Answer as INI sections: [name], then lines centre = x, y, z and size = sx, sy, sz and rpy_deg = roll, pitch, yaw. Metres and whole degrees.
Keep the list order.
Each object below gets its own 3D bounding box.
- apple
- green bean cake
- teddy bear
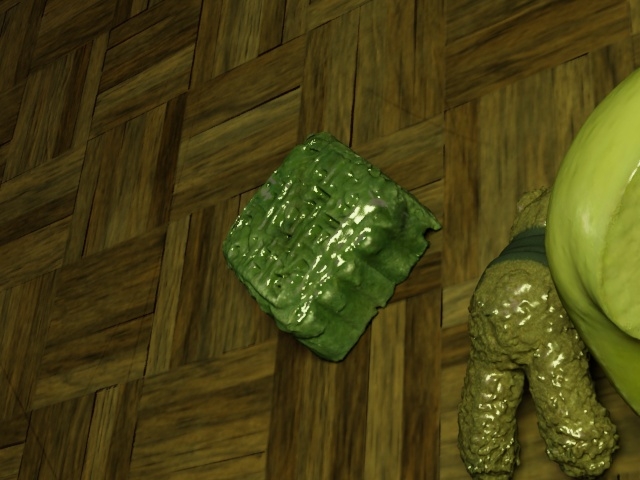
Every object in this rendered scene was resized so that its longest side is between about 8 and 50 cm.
[apple]
centre = 0.285, 0.008, 0.687
size = 0.258, 0.295, 0.233
rpy_deg = -43, 1, -11
[green bean cake]
centre = 0.000, 0.000, 1.090
size = 0.181, 0.094, 0.173
rpy_deg = -51, 40, 5
[teddy bear]
centre = 0.171, 0.057, 0.859
size = 0.182, 0.129, 0.251
rpy_deg = -5, 62, 40
